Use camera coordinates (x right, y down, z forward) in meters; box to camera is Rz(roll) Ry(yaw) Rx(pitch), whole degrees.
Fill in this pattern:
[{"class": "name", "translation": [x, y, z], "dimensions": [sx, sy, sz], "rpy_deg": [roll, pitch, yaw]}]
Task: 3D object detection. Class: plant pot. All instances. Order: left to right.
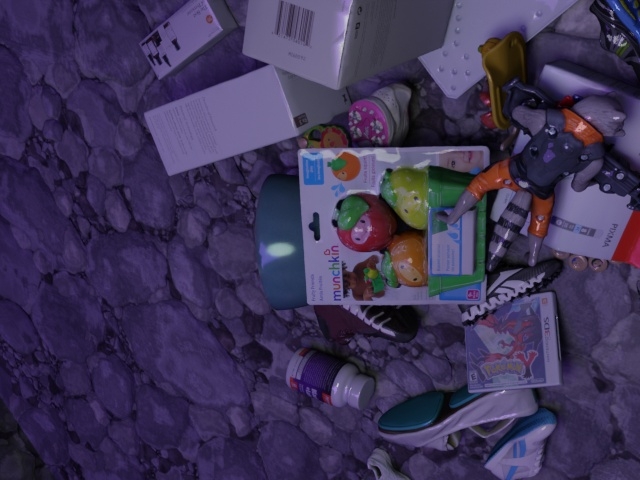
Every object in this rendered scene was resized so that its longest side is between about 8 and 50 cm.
[{"class": "plant pot", "translation": [0.000, 0.000, 1.838], "dimensions": [0.196, 0.290, 0.290], "rpy_deg": [-2, 111, 13]}]

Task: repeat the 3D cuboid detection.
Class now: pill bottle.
[{"class": "pill bottle", "translation": [0.025, 0.329, 2.059], "dimensions": [0.194, 0.108, 0.108], "rpy_deg": [16, 120, 28]}]

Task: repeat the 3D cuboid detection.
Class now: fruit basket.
[{"class": "fruit basket", "translation": [0.139, -0.018, 1.650], "dimensions": [0.353, 0.165, 0.327], "rpy_deg": [-2, 112, 2]}]

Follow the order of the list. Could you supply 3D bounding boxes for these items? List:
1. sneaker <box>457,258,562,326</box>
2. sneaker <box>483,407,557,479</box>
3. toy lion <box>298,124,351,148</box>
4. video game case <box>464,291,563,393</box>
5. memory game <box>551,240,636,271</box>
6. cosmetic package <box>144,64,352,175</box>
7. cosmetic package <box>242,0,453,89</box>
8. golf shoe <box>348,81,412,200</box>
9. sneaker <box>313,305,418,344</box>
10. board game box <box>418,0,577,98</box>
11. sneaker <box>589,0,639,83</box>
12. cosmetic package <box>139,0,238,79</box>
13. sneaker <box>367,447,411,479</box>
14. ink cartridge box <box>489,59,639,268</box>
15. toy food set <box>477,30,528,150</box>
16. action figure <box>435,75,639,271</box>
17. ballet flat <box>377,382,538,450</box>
[{"class": "sneaker", "translation": [0.358, 0.077, 1.726], "dimensions": [0.234, 0.078, 0.106], "rpy_deg": [-33, 72, 30]}, {"class": "sneaker", "translation": [0.439, 0.434, 1.845], "dimensions": [0.092, 0.087, 0.228], "rpy_deg": [36, 135, 7]}, {"class": "toy lion", "translation": [0.014, -0.211, 1.866], "dimensions": [0.100, 0.034, 0.096], "rpy_deg": [44, 122, 10]}, {"class": "video game case", "translation": [0.381, 0.206, 1.748], "dimensions": [0.201, 0.023, 0.183], "rpy_deg": [-14, 69, 38]}, {"class": "memory game", "translation": [0.496, -0.026, 1.627], "dimensions": [0.186, 0.012, 0.186], "rpy_deg": [15, 119, 29]}, {"class": "cosmetic package", "translation": [-0.154, -0.270, 1.835], "dimensions": [0.385, 0.217, 0.156], "rpy_deg": [-14, 103, 37]}, {"class": "cosmetic package", "translation": [0.060, -0.387, 1.463], "dimensions": [0.197, 0.365, 0.155], "rpy_deg": [26, 123, 26]}, {"class": "golf shoe", "translation": [0.127, -0.186, 1.751], "dimensions": [0.115, 0.140, 0.306], "rpy_deg": [33, 149, 19]}, {"class": "sneaker", "translation": [0.095, 0.187, 1.961], "dimensions": [0.281, 0.106, 0.162], "rpy_deg": [30, 132, 32]}, {"class": "board game box", "translation": [0.260, -0.513, 1.537], "dimensions": [0.390, 0.050, 0.390], "rpy_deg": [-38, 88, 40]}, {"class": "sneaker", "translation": [0.511, -0.329, 1.450], "dimensions": [0.188, 0.067, 0.078], "rpy_deg": [58, 151, -4]}, {"class": "cosmetic package", "translation": [-0.297, -0.456, 1.944], "dimensions": [0.239, 0.060, 0.098], "rpy_deg": [-26, 96, 40]}, {"class": "sneaker", "translation": [0.168, 0.575, 2.108], "dimensions": [0.152, 0.061, 0.053], "rpy_deg": [46, 128, 6]}, {"class": "ink cartridge box", "translation": [0.519, -0.101, 1.514], "dimensions": [0.385, 0.091, 0.308], "rpy_deg": [28, 121, 23]}, {"class": "toy food set", "translation": [0.305, -0.267, 1.532], "dimensions": [0.071, 0.128, 0.217], "rpy_deg": [19, 144, 32]}, {"class": "action figure", "translation": [0.400, -0.090, 1.433], "dimensions": [0.341, 0.178, 0.330], "rpy_deg": [31, 121, 1]}, {"class": "ballet flat", "translation": [0.296, 0.386, 1.893], "dimensions": [0.400, 0.139, 0.139], "rpy_deg": [-31, 92, 37]}]
